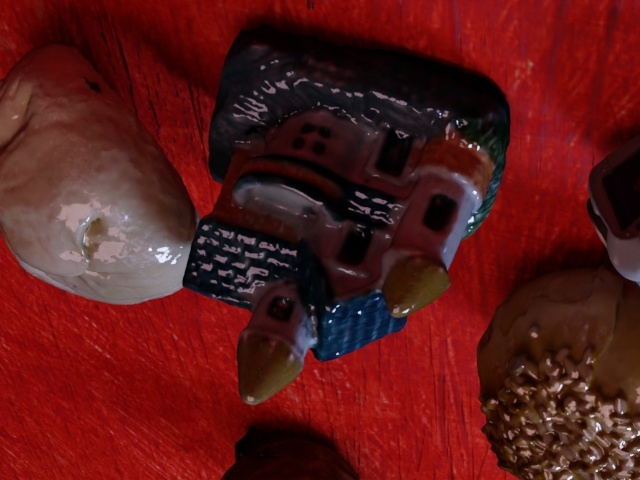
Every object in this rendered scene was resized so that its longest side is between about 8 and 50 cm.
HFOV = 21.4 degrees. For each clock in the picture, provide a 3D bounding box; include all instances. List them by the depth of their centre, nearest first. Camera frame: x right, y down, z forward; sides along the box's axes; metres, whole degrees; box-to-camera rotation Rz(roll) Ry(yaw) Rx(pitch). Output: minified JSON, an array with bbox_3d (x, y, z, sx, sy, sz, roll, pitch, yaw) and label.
[{"bbox_3d":[0.329,0.027,1.354,0.146,0.199,0.243,-42,116,16],"label":"clock"}]

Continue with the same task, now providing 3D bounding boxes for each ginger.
[{"bbox_3d":[-0.028,0.369,2.089,0.200,0.223,0.269,5,145,19],"label":"ginger"}]

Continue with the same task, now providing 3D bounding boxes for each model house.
[{"bbox_3d":[0.000,0.000,1.391,0.253,0.291,0.184,18,155,4],"label":"model house"}]

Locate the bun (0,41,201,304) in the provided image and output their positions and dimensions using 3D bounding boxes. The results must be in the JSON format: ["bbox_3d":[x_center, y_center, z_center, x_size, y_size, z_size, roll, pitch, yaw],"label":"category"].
[{"bbox_3d":[-0.215,-0.041,1.510,0.259,0.160,0.259,48,170,11],"label":"bun"}]

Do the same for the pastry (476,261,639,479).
[{"bbox_3d":[0.285,0.163,1.578,0.284,0.184,0.316,-5,141,37],"label":"pastry"}]
